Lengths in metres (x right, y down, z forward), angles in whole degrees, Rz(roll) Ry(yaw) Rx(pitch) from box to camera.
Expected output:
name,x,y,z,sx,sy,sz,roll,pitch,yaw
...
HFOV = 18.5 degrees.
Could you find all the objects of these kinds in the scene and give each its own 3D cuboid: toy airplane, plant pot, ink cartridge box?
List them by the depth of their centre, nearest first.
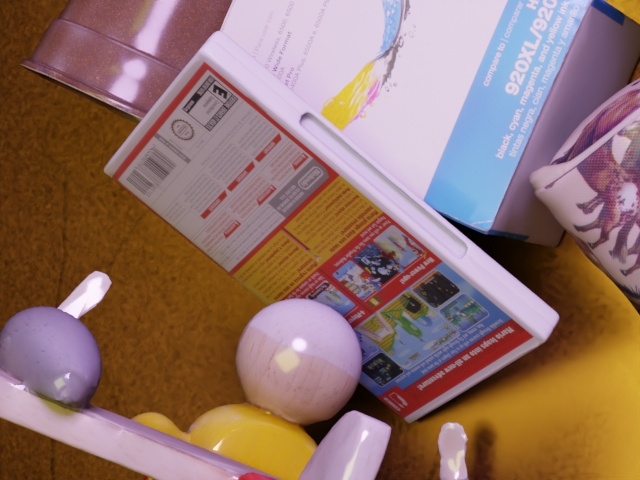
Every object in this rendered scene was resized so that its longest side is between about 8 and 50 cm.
name,x,y,z,sx,sy,sz,roll,pitch,yaw
toy airplane,-0.036,0.154,1.264,0.384,0.386,0.272,5,64,28
ink cartridge box,0.071,-0.120,1.332,0.232,0.171,0.168,25,97,21
plant pot,-0.108,-0.165,1.422,0.167,0.167,0.165,25,90,21

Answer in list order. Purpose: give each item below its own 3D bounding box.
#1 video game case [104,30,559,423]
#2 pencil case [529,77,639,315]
name,x,y,z,sx,sy,sz,roll,pitch,yaw
video game case,0.000,0.000,1.310,0.285,0.025,0.204,40,149,-6
pencil case,0.323,0.058,1.198,0.183,0.160,0.410,-39,83,-7
